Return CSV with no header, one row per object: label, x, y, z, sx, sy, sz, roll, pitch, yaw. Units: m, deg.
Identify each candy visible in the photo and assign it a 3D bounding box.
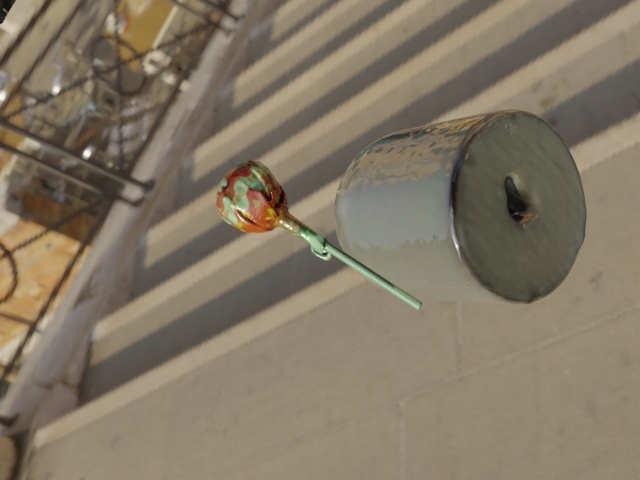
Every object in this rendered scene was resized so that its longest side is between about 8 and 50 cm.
candy,0.001,-0.001,1.377,0.287,0.078,0.084,31,92,12

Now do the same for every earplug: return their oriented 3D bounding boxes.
earplug,0.203,-0.049,1.970,0.394,0.312,0.313,-3,67,52

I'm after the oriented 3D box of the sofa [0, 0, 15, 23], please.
sofa,-0.456,-0.424,1.437,0.200,0.182,0.258,-78,1,-47
